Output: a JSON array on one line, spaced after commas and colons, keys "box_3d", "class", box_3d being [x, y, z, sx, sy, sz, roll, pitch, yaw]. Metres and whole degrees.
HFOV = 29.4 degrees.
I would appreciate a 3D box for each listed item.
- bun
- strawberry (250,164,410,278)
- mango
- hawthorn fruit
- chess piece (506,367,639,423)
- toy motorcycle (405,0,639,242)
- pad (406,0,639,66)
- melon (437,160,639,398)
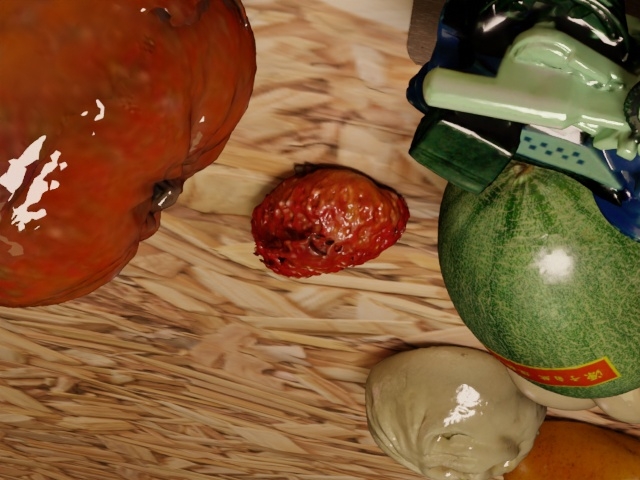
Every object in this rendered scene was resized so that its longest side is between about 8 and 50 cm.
[{"box_3d": [0.155, 0.214, 1.427, 0.231, 0.133, 0.231, 10, 154, 5], "class": "bun"}, {"box_3d": [0.000, 0.000, 1.107, 0.121, 0.082, 0.188, 20, 152, -20], "class": "strawberry"}, {"box_3d": [0.348, 0.296, 1.505, 0.252, 0.126, 0.154, 9, 167, 9], "class": "mango"}, {"box_3d": [-0.204, -0.116, 0.788, 0.307, 0.276, 0.276, 39, 161, 16], "class": "hawthorn fruit"}, {"box_3d": [0.305, 0.108, 1.096, 0.299, 0.167, 0.167, 0, 153, 36], "class": "chess piece"}, {"box_3d": [0.210, -0.049, 0.733, 0.331, 0.125, 0.196, 25, 144, -5], "class": "toy motorcycle"}, {"box_3d": [0.191, -0.136, 0.800, 0.266, 0.002, 0.176, 12, 156, 5], "class": "pad"}, {"box_3d": [0.194, 0.025, 0.931, 0.182, 0.182, 0.287, -4, 149, 35], "class": "melon"}]
